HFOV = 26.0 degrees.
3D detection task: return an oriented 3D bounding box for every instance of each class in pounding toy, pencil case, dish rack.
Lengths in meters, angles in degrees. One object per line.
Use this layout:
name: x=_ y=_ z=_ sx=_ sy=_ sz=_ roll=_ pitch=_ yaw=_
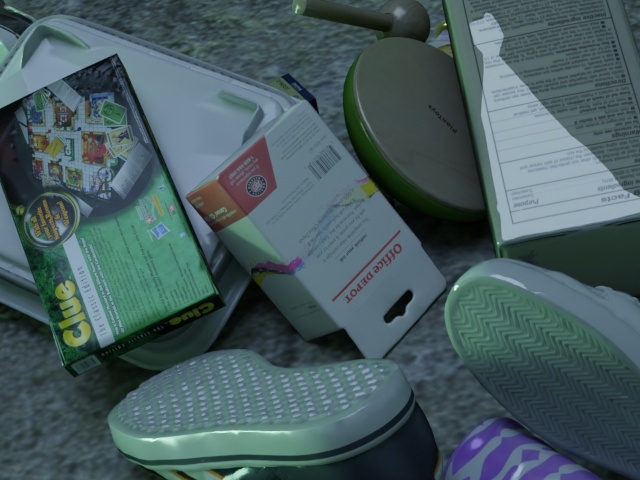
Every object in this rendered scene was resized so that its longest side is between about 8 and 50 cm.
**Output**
pounding toy: x=0.063 y=-0.098 z=1.239 sx=0.183 sy=0.110 sz=0.236 roll=-12 pitch=67 yaw=-44
pencil case: x=0.166 y=0.195 z=0.890 sx=0.206 sy=0.086 sz=0.088 roll=33 pitch=88 yaw=45
dish rack: x=-0.192 y=-0.064 z=1.220 sx=0.333 sy=0.072 sz=0.285 roll=22 pitch=70 yaw=22

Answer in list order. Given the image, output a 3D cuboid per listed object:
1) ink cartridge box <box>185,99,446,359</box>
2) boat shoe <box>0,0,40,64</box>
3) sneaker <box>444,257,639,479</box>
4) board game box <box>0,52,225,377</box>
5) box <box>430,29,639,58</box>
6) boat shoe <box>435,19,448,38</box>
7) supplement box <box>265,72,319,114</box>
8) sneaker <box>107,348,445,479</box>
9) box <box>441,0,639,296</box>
ink cartridge box: x=0.000 y=0.000 z=1.135 sx=0.115 sy=0.198 sz=0.067 roll=-44 pitch=10 yaw=-30
boat shoe: x=-0.399 y=-0.253 z=1.622 sx=0.219 sy=0.077 sz=0.070 roll=27 pitch=56 yaw=31
sneaker: x=0.230 y=0.071 z=0.933 sx=0.293 sy=0.108 sz=0.169 roll=32 pitch=45 yaw=-1
board game box: x=-0.185 y=-0.027 z=1.144 sx=0.136 sy=0.030 sz=0.259 roll=-24 pitch=61 yaw=-2
box: x=0.244 y=-0.136 z=1.269 sx=0.324 sy=0.063 sz=0.067 roll=13 pitch=47 yaw=31
boat shoe: x=0.197 y=-0.189 z=1.356 sx=0.170 sy=0.063 sz=0.059 roll=20 pitch=47 yaw=24
supplement box: x=-0.045 y=-0.096 z=1.302 sx=0.083 sy=0.083 sz=0.056 roll=-27 pitch=42 yaw=-14
sneaker: x=-0.037 y=0.157 z=0.981 sx=0.126 sy=0.127 sz=0.321 roll=-36 pitch=18 yaw=-30
box: x=0.191 y=-0.106 z=1.135 sx=0.148 sy=0.121 sz=0.311 roll=-9 pitch=57 yaw=6
